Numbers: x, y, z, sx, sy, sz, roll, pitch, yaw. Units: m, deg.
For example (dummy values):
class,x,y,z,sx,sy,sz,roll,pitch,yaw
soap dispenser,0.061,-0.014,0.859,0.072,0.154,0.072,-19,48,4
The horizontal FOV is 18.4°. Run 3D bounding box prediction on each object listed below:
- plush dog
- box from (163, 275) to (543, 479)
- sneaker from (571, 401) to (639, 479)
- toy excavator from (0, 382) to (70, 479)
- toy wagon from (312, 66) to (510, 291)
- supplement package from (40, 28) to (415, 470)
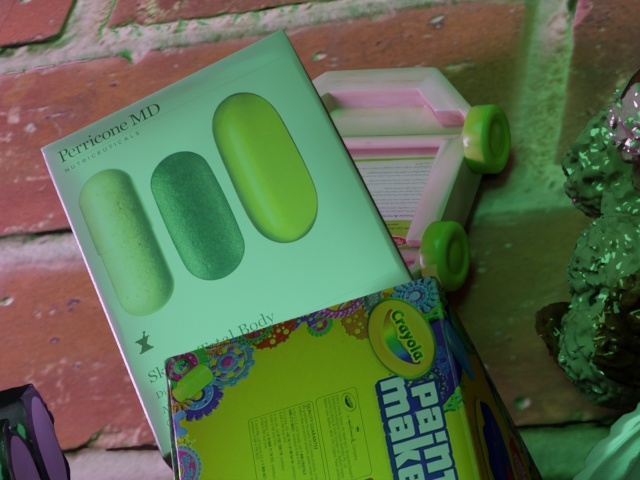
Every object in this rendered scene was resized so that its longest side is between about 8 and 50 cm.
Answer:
class,x,y,z,sx,sy,sz,roll,pitch,yaw
plush dog,0.246,0.018,1.369,0.211,0.262,0.225,34,82,2
box,0.050,0.230,1.174,0.177,0.279,0.290,-18,53,10
sneaker,0.284,0.145,1.272,0.281,0.105,0.115,-31,43,1
toy excavator,-0.243,0.359,1.317,0.222,0.445,0.433,-18,6,0
toy wagon,0.000,0.000,1.599,0.267,0.068,0.344,0,53,31
supplement package,-0.041,0.037,1.399,0.199,0.198,0.262,-26,60,1
